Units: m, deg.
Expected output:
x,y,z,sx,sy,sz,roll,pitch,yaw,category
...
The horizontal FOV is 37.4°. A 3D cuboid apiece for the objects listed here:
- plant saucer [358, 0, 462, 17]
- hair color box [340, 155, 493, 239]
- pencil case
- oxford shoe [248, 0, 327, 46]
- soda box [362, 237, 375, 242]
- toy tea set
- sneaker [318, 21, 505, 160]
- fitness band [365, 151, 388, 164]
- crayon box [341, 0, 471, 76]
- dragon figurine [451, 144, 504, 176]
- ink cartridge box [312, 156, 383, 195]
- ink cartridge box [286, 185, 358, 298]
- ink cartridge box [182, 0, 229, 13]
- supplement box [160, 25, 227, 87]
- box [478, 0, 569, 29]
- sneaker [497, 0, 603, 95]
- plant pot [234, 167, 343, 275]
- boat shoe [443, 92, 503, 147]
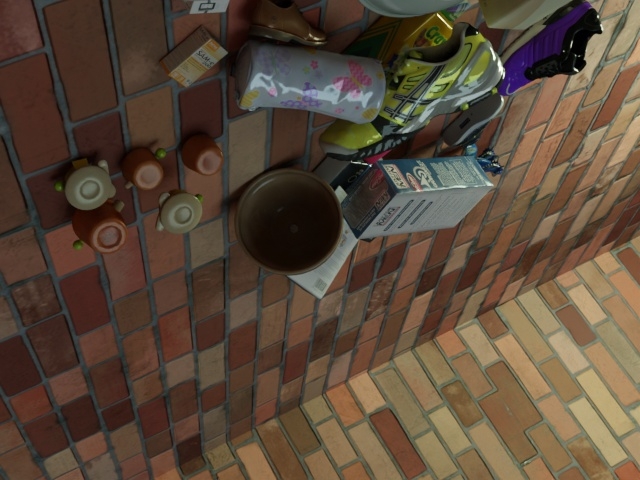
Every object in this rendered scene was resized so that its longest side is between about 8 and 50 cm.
x,y,z,sx,sy,sz,roll,pitch,yaw,category
0.230,-0.515,1.582,0.401,0.100,0.400,-24,149,-15,plant saucer
0.228,-0.106,2.240,0.347,0.105,0.174,-7,147,-43,hair color box
-0.020,-0.283,1.701,0.273,0.124,0.113,4,-175,-19,pencil case
-0.046,-0.382,1.665,0.212,0.076,0.076,-5,106,-61,oxford shoe
0.166,-0.068,2.499,0.169,0.053,0.060,-41,154,19,soda box
-0.342,-0.101,1.821,0.336,0.124,0.200,-17,122,-24,toy tea set
0.158,-0.290,1.836,0.385,0.145,0.147,-30,123,4,sneaker
0.201,-0.273,2.040,0.291,0.054,0.209,-41,-172,18,fitness band
0.167,-0.374,1.905,0.323,0.083,0.203,-41,154,17,crayon box
0.384,-0.206,2.463,0.144,0.085,0.289,-40,154,15,dragon figurine
-0.001,-0.088,2.259,0.332,0.065,0.165,-45,153,27,ink cartridge box
0.000,0.000,2.281,0.238,0.060,0.275,-58,155,-5,ink cartridge box
-0.193,-0.386,1.500,0.083,0.048,0.028,-12,148,-35,ink cartridge box
-0.216,-0.313,1.620,0.098,0.036,0.062,-38,155,11,supplement box
0.436,-0.524,1.748,0.121,0.148,0.311,-9,167,-40,box
0.524,-0.418,2.164,0.102,0.146,0.293,0,140,-49,sneaker
-0.065,-0.036,2.096,0.237,0.237,0.110,-32,171,0,plant pot
0.388,-0.297,2.335,0.183,0.065,0.083,-39,157,30,boat shoe
